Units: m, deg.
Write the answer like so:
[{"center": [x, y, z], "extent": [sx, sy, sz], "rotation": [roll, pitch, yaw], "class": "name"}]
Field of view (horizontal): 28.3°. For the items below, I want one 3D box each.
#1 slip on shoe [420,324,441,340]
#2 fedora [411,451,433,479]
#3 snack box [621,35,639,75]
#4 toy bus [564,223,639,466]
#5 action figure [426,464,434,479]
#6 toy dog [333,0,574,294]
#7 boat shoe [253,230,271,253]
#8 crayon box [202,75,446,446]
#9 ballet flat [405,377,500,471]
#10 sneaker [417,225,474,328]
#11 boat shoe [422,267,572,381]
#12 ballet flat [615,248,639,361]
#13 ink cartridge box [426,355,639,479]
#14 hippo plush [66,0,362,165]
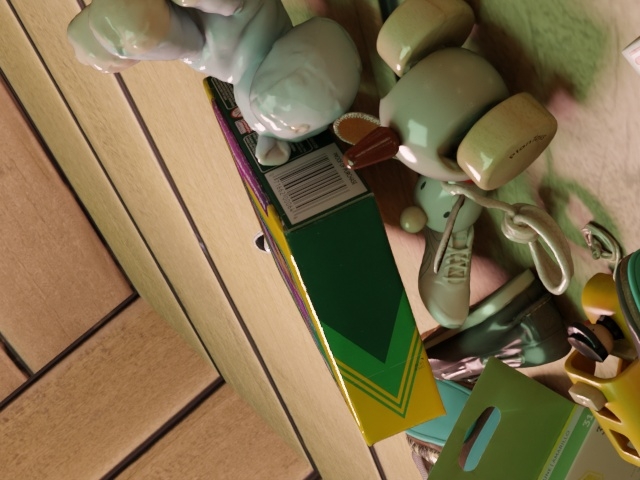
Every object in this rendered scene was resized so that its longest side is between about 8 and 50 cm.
[{"center": [0.173, 0.132, 1.649], "extent": [0.135, 0.041, 0.051], "rotation": [145, 129, -64], "class": "slip on shoe"}, {"center": [0.244, 0.383, 1.871], "extent": [0.243, 0.124, 0.275], "rotation": [57, -179, -14], "class": "fedora"}, {"center": [0.251, -0.123, 0.789], "extent": [0.064, 0.022, 0.178], "rotation": [51, 166, -1], "class": "snack box"}, {"center": [0.278, 0.116, 1.157], "extent": [0.202, 0.104, 0.191], "rotation": [42, 164, 25], "class": "toy bus"}, {"center": [0.254, 0.394, 1.723], "extent": [0.232, 0.137, 0.063], "rotation": [26, 131, -18], "class": "action figure"}, {"center": [0.092, -0.063, 1.115], "extent": [0.220, 0.161, 0.333], "rotation": [51, 168, 38], "class": "toy dog"}, {"center": [-0.058, -0.004, 1.940], "extent": [0.066, 0.063, 0.184], "rotation": [54, 165, -19], "class": "boat shoe"}, {"center": [0.000, 0.000, 1.433], "extent": [0.363, 0.106, 0.313], "rotation": [-120, 6, -54], "class": "crayon box"}, {"center": [0.243, 0.263, 1.608], "extent": [0.182, 0.164, 0.483], "rotation": [30, 175, -10], "class": "ballet flat"}, {"center": [0.133, 0.015, 1.316], "extent": [0.061, 0.054, 0.152], "rotation": [142, 127, -66], "class": "sneaker"}, {"center": [0.186, 0.121, 1.435], "extent": [0.095, 0.112, 0.335], "rotation": [53, 163, 5], "class": "boat shoe"}, {"center": [0.324, 0.130, 1.002], "extent": [0.280, 0.095, 0.096], "rotation": [51, 148, 27], "class": "ballet flat"}, {"center": [0.241, 0.247, 1.319], "extent": [0.235, 0.171, 0.056], "rotation": [31, 173, -22], "class": "ink cartridge box"}, {"center": [-0.090, -0.179, 1.242], "extent": [0.236, 0.234, 0.294], "rotation": [53, 165, -10], "class": "hippo plush"}]
